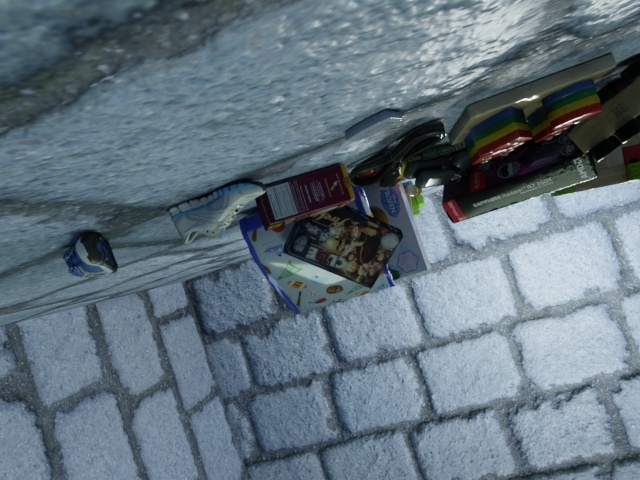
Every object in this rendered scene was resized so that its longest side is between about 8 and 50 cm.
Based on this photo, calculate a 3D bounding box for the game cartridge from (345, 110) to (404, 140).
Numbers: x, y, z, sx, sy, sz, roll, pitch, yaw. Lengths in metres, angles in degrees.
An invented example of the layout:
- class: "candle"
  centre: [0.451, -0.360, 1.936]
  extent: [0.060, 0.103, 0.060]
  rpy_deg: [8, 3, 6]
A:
- class: "game cartridge"
  centre: [0.080, -0.175, 0.717]
  extent: [0.083, 0.017, 0.056]
  rpy_deg: [-21, -179, 39]

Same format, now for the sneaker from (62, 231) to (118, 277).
- class: "sneaker"
  centre: [-0.425, 0.038, 0.865]
  extent: [0.081, 0.080, 0.211]
  rpy_deg: [-21, 178, -20]

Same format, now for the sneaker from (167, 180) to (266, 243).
- class: "sneaker"
  centre: [-0.177, -0.047, 0.850]
  extent: [0.190, 0.083, 0.071]
  rpy_deg: [-21, 176, 15]

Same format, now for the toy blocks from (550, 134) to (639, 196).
- class: "toy blocks"
  centre: [0.825, -0.290, 1.342]
  extent: [0.381, 0.261, 0.191]
  rpy_deg: [-12, -179, 6]

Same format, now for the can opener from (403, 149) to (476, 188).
- class: "can opener"
  centre: [0.304, -0.186, 1.184]
  extent: [0.280, 0.074, 0.093]
  rpy_deg: [-19, 143, -48]

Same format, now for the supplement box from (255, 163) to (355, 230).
- class: "supplement box"
  centre: [-0.036, -0.090, 0.992]
  extent: [0.188, 0.081, 0.104]
  rpy_deg: [-18, 178, -13]

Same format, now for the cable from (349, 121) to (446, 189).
- class: "cable"
  centre: [0.147, -0.182, 0.989]
  extent: [0.139, 0.072, 0.287]
  rpy_deg: [-1, 161, -14]

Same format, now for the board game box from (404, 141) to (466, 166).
- class: "board game box"
  centre: [0.244, -0.204, 1.236]
  extent: [0.259, 0.030, 0.136]
  rpy_deg: [-18, 180, -21]

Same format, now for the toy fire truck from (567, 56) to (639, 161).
- class: "toy fire truck"
  centre: [0.689, -0.286, 1.015]
  extent: [0.246, 0.159, 0.217]
  rpy_deg: [-30, 167, -38]

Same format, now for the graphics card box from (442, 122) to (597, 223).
- class: "graphics card box"
  centre: [0.514, -0.202, 1.264]
  extent: [0.370, 0.094, 0.233]
  rpy_deg: [-19, -144, 34]

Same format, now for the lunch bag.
- class: "lunch bag"
  centre: [0.000, 0.000, 1.299]
  extent: [0.327, 0.239, 0.385]
  rpy_deg: [-20, 145, 10]

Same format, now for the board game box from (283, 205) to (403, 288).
- class: "board game box"
  centre: [0.053, 0.002, 1.138]
  extent: [0.042, 0.243, 0.165]
  rpy_deg: [-93, -152, -63]

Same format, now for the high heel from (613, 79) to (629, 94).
- class: "high heel"
  centre: [0.765, -0.380, 1.065]
  extent: [0.117, 0.082, 0.244]
  rpy_deg: [-64, -173, -33]

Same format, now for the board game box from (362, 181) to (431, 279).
- class: "board game box"
  centre: [0.156, -0.010, 1.537]
  extent: [0.317, 0.319, 0.066]
  rpy_deg: [-21, 177, 23]

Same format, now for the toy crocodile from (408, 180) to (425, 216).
- class: "toy crocodile"
  centre: [0.327, -0.144, 1.798]
  extent: [0.115, 0.105, 0.340]
  rpy_deg: [-19, -161, 7]

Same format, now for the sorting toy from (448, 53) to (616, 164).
- class: "sorting toy"
  centre: [0.410, -0.239, 0.942]
  extent: [0.257, 0.090, 0.255]
  rpy_deg: [-19, 178, 7]

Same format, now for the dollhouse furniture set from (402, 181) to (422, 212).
- class: "dollhouse furniture set"
  centre: [0.223, -0.044, 1.657]
  extent: [0.303, 0.287, 0.198]
  rpy_deg: [-7, -178, 21]

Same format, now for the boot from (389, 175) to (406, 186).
- class: "boot"
  centre: [0.245, -0.194, 1.376]
  extent: [0.086, 0.042, 0.118]
  rpy_deg: [-26, -172, -20]
